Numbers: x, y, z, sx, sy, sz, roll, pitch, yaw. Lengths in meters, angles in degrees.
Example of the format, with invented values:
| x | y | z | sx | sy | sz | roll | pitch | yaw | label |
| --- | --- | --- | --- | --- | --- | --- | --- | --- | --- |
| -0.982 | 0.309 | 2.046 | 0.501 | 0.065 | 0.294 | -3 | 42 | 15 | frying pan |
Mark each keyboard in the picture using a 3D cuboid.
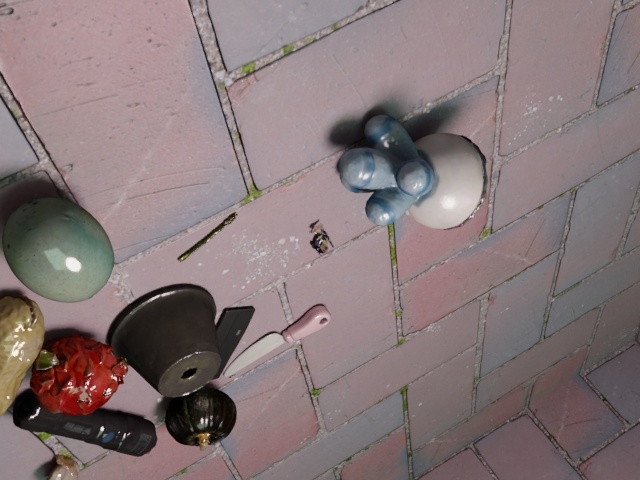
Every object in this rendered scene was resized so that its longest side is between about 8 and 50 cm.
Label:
| x | y | z | sx | sy | sz | roll | pitch | yaw | label |
| --- | --- | --- | --- | --- | --- | --- | --- | --- | --- |
| -0.230 | 0.235 | 1.956 | 0.104 | 0.041 | 0.381 | -2 | 139 | -41 | keyboard |

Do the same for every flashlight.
| x | y | z | sx | sy | sz | roll | pitch | yaw | label |
| --- | --- | --- | --- | --- | --- | --- | --- | --- | --- |
| -0.557 | 0.444 | 1.858 | 0.103 | 0.103 | 0.424 | -42 | 145 | 7 | flashlight |

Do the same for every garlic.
| x | y | z | sx | sy | sz | roll | pitch | yaw | label |
| --- | --- | --- | --- | --- | --- | --- | --- | --- | --- |
| -0.662 | 0.605 | 1.973 | 0.094 | 0.074 | 0.113 | -50 | 160 | 2 | garlic |

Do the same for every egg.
| x | y | z | sx | sy | sz | roll | pitch | yaw | label |
| --- | --- | --- | --- | --- | --- | --- | --- | --- | --- |
| -0.463 | 0.020 | 1.372 | 0.169 | 0.169 | 0.236 | -35 | 147 | -2 | egg |

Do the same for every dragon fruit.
| x | y | z | sx | sy | sz | roll | pitch | yaw | label |
| --- | --- | --- | --- | --- | --- | --- | --- | --- | --- |
| -0.520 | 0.289 | 1.639 | 0.210 | 0.172 | 0.172 | 17 | 119 | -38 | dragon fruit |

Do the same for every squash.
| x | y | z | sx | sy | sz | roll | pitch | yaw | label |
| --- | --- | --- | --- | --- | --- | --- | --- | --- | --- |
| -0.317 | 0.470 | 2.048 | 0.193 | 0.155 | 0.193 | -6 | 123 | -9 | squash |

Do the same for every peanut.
| x | y | z | sx | sy | sz | roll | pitch | yaw | label |
| --- | --- | --- | --- | --- | --- | --- | --- | --- | --- |
| -0.633 | 0.234 | 1.516 | 0.130 | 0.130 | 0.290 | 15 | 114 | -49 | peanut |

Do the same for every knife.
| x | y | z | sx | sy | sz | roll | pitch | yaw | label |
| --- | --- | --- | --- | --- | --- | --- | --- | --- | --- |
| -0.122 | 0.277 | 2.092 | 0.336 | 0.043 | 0.081 | -31 | 140 | -5 | knife |

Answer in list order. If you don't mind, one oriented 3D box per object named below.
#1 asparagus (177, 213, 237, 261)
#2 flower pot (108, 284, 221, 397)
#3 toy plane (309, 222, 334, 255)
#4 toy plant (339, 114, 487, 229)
| x | y | z | sx | sy | sz | roll | pitch | yaw | label |
| --- | --- | --- | --- | --- | --- | --- | --- | --- | --- |
| -0.244 | -0.005 | 1.673 | 0.166 | 0.013 | 0.016 | -38 | 157 | 3 | asparagus |
| -0.331 | 0.247 | 1.764 | 0.269 | 0.166 | 0.269 | -23 | 141 | -20 | flower pot |
| 0.000 | 0.000 | 1.879 | 0.049 | 0.031 | 0.120 | -40 | 148 | -4 | toy plane |
| 0.180 | -0.146 | 1.702 | 0.332 | 0.247 | 0.247 | 4 | 129 | -41 | toy plant |
